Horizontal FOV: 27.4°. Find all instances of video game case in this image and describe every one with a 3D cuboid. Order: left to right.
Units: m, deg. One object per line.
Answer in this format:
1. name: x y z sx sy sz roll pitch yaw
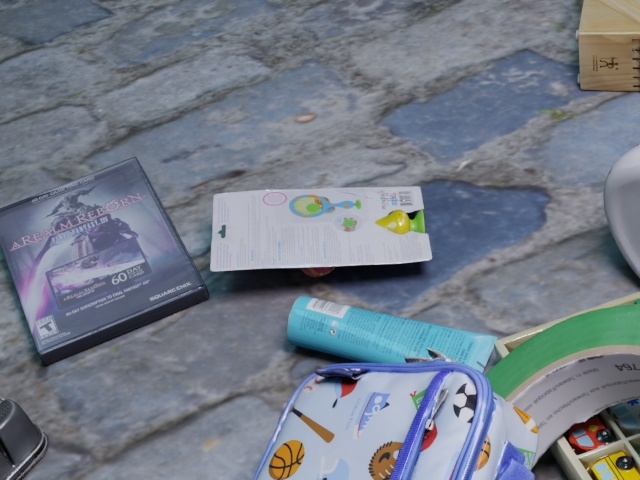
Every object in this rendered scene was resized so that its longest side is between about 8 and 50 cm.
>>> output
1. video game case: -0.265 0.015 1.536 0.196 0.026 0.274 -22 43 -11

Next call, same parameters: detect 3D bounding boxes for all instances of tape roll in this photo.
1. tape roll: 0.229 0.204 1.063 0.321 0.077 0.321 -30 36 25

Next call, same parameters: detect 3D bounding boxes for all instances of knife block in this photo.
1. knife block: 0.441 -0.255 1.609 0.242 0.088 0.276 3 44 16

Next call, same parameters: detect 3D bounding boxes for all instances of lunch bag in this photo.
1. lunch bag: 0.044 0.233 1.072 0.243 0.115 0.303 -4 55 46

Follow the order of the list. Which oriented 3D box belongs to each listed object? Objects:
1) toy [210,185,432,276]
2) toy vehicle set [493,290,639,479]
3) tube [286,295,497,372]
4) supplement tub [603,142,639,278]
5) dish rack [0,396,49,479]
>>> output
1. toy: 0.000 0.000 1.463 0.237 0.056 0.137 -5 38 1
2. toy vehicle set: 0.289 0.158 1.213 0.166 0.035 0.267 -19 37 -7
3. tube: 0.069 0.103 1.342 0.207 0.052 0.080 12 52 19
4. supplement tub: 0.458 -0.078 1.331 0.316 0.193 0.193 -34 46 -22
5. dish rack: -0.439 0.207 1.337 0.271 0.074 0.208 18 49 32
